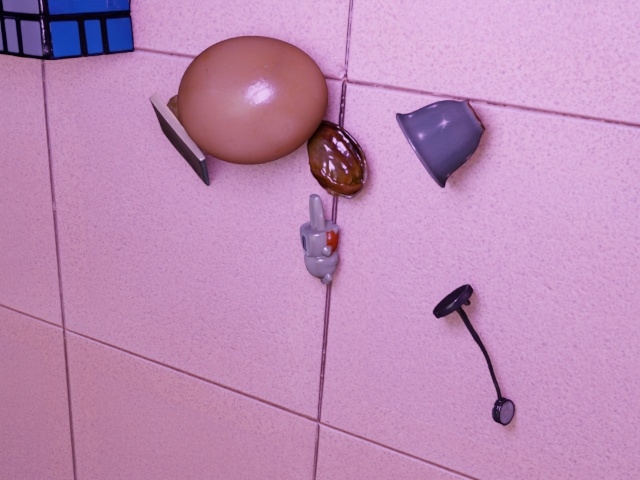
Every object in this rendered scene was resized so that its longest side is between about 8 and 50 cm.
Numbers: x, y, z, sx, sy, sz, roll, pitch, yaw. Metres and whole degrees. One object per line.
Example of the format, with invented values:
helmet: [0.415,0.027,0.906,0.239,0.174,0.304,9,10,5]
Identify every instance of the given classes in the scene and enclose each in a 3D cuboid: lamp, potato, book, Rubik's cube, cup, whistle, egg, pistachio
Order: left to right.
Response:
Rubik's cube: [-0.689,-0.626,1.882,0.294,0.288,0.283,14,115,36]
book: [-0.364,-0.255,1.905,0.025,0.282,0.215,-38,88,-11]
potato: [-0.370,-0.328,1.965,0.092,0.070,0.137,-22,96,47]
egg: [-0.159,-0.329,1.713,0.374,0.301,0.301,4,110,25]
whistle: [-0.002,0.000,1.870,0.102,0.106,0.253,10,119,35]
pistachio: [0.031,-0.197,1.765,0.165,0.131,0.210,-31,83,36]
cup: [0.280,-0.236,1.600,0.150,0.199,0.199,-32,91,16]
lamp: [0.383,0.282,1.795,0.109,0.130,0.371,-1,123,52]
